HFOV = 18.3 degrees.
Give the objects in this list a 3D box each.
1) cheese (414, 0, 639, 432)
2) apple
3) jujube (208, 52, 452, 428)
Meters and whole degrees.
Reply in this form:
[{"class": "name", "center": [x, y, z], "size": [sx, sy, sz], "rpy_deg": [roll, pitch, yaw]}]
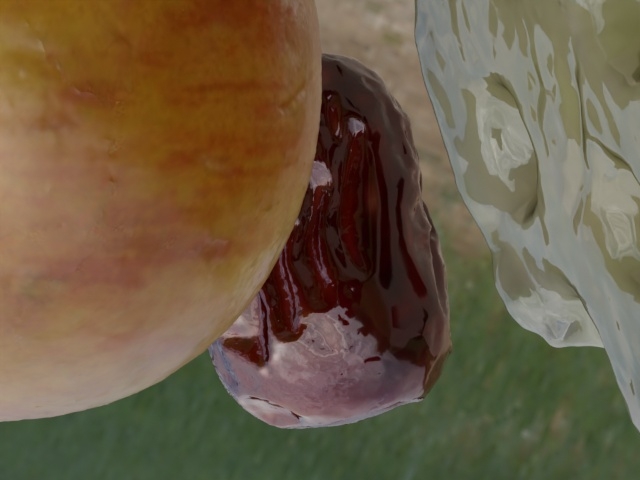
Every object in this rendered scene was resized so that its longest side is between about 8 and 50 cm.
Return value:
[{"class": "cheese", "center": [0.137, -0.062, 0.747], "size": [0.326, 0.115, 0.318], "rpy_deg": [-120, 19, -48]}, {"class": "apple", "center": [-0.140, -0.061, 0.826], "size": [0.286, 0.286, 0.233], "rpy_deg": [16, -166, 28]}, {"class": "jujube", "center": [0.000, 0.000, 1.192], "size": [0.155, 0.230, 0.155], "rpy_deg": [-3, -179, 0]}]
